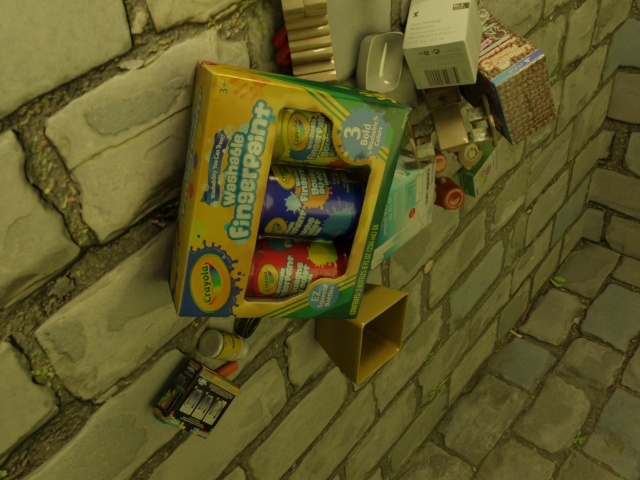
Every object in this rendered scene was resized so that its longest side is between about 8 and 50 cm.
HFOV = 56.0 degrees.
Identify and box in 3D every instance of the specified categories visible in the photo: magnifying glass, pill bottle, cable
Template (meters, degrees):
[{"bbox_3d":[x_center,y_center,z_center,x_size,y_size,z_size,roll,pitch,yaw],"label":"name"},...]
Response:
[{"bbox_3d":[-0.285,0.344,1.400,0.231,0.026,0.092,-26,131,-40],"label":"magnifying glass"},{"bbox_3d":[-0.218,0.243,1.382,0.116,0.065,0.065,29,88,-57],"label":"pill bottle"},{"bbox_3d":[-0.134,0.094,1.432,0.287,0.072,0.139,-64,166,23],"label":"cable"}]

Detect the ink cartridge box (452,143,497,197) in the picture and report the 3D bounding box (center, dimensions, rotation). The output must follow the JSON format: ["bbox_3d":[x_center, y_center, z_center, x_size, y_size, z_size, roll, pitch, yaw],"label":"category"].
[{"bbox_3d":[0.535,-0.225,2.087,0.209,0.062,0.109,-50,145,-19],"label":"ink cartridge box"}]

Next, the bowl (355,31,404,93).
[{"bbox_3d":[0.135,-0.424,1.425,0.142,0.053,0.142,-25,131,-44],"label":"bowl"}]

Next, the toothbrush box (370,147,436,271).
[{"bbox_3d":[0.181,-0.090,1.646,0.295,0.126,0.216,-36,137,-37],"label":"toothbrush box"}]

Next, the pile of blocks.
[{"bbox_3d":[-0.032,-0.362,1.221,0.113,0.149,0.362,-9,119,0],"label":"pile of blocks"}]

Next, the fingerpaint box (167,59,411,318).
[{"bbox_3d":[-0.071,-0.078,1.143,0.371,0.163,0.444,5,111,-23],"label":"fingerpaint box"}]

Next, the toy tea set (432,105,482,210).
[{"bbox_3d":[0.374,-0.243,1.850,0.200,0.124,0.336,11,108,-25],"label":"toy tea set"}]

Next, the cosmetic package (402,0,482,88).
[{"bbox_3d":[0.301,-0.492,1.465,0.151,0.151,0.183,49,46,-54],"label":"cosmetic package"}]

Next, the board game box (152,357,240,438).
[{"bbox_3d":[-0.275,0.359,1.358,0.141,0.048,0.170,-56,144,-14],"label":"board game box"}]

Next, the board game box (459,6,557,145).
[{"bbox_3d":[0.475,-0.442,1.616,0.141,0.291,0.232,-33,138,5],"label":"board game box"}]

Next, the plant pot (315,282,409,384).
[{"bbox_3d":[0.102,0.236,1.699,0.212,0.187,0.212,-29,133,-42],"label":"plant pot"}]

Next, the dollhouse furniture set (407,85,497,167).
[{"bbox_3d":[0.324,-0.347,1.567,0.161,0.212,0.242,58,23,-54],"label":"dollhouse furniture set"}]
